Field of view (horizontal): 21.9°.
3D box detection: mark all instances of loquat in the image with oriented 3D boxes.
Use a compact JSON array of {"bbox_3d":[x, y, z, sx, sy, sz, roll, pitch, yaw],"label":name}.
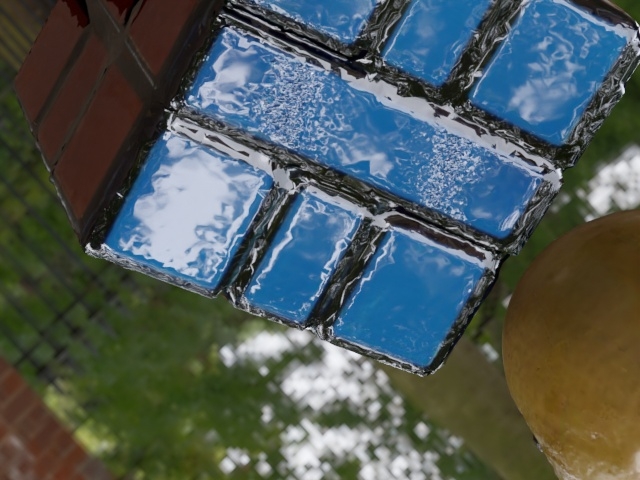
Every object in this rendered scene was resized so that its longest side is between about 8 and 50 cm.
[{"bbox_3d":[0.267,0.104,1.322,0.263,0.263,0.263,-40,-168,10],"label":"loquat"}]

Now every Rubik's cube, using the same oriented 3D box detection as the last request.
[{"bbox_3d":[-0.007,-0.120,1.106,0.283,0.288,0.293,-59,-148,17],"label":"Rubik's cube"}]
